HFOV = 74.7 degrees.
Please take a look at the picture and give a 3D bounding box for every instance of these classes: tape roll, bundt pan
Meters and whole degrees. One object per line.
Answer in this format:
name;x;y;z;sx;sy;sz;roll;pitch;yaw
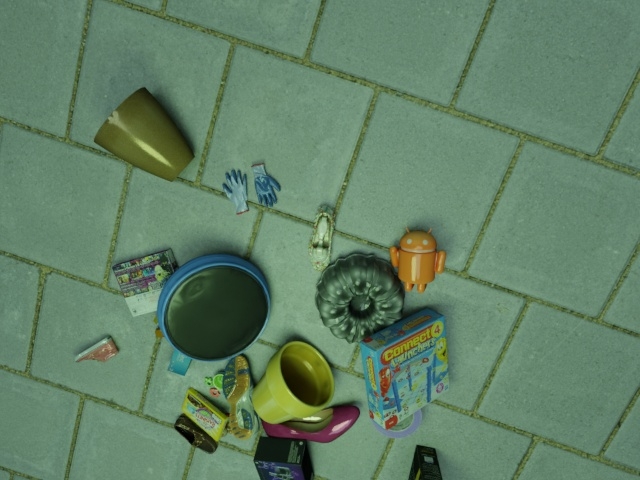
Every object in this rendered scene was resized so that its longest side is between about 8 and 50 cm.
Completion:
tape roll;0.280;0.633;1.569;0.188;0.080;0.189;1;104;5
bundt pan;0.141;0.216;1.450;0.329;0.124;0.332;0;105;0

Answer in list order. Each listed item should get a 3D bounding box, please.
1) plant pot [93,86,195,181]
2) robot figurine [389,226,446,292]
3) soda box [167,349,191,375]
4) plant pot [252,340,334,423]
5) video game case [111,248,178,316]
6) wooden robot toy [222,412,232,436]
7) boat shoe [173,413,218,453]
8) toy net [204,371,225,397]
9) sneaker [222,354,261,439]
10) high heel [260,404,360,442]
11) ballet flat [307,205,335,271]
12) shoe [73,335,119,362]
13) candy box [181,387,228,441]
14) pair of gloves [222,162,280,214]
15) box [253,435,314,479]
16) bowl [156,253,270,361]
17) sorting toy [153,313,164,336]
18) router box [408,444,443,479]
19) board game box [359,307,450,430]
plant pot;-0.550;-0.321;1.377;0.237;0.237;0.254;-43;111;13
robot figurine;0.323;0.062;1.410;0.128;0.158;0.220;-7;105;-29
soda box;-0.505;0.408;1.571;0.071;0.067;0.210;23;119;-8
plant pot;-0.118;0.532;1.511;0.254;0.254;0.239;43;118;-5
video game case;-0.631;0.160;1.566;0.231;0.042;0.211;-16;103;9
wooden robot toy;-0.385;0.733;1.655;0.173;0.079;0.077;22;104;0
boat shoe;-0.504;0.791;1.685;0.207;0.073;0.073;43;102;-6
toy net;-0.361;0.622;1.645;0.122;0.045;0.232;-29;99;10
sneaker;-0.292;0.588;1.592;0.111;0.131;0.297;-12;74;15
high heel;-0.044;0.672;1.581;0.376;0.127;0.181;-30;106;13
ballet flat;0.000;0.000;1.453;0.091;0.077;0.241;5;104;4
shoe;-0.879;0.452;1.646;0.177;0.063;0.081;-31;93;7
candy box;-0.454;0.677;1.637;0.205;0.027;0.105;27;107;24
pair of gloves;-0.240;-0.180;1.464;0.197;0.023;0.160;-14;103;9
box;-0.135;0.869;1.600;0.184;0.103;0.262;1;125;13
bowl;-0.357;0.241;1.456;0.390;0.077;0.392;-7;108;-22
sorting toy;-0.477;0.293;1.573;0.306;0.041;0.229;0;116;6
router box;0.377;0.974;1.553;0.080;0.243;0.310;9;104;4
board game box;0.294;0.428;1.421;0.307;0.086;0.303;-19;110;-27
